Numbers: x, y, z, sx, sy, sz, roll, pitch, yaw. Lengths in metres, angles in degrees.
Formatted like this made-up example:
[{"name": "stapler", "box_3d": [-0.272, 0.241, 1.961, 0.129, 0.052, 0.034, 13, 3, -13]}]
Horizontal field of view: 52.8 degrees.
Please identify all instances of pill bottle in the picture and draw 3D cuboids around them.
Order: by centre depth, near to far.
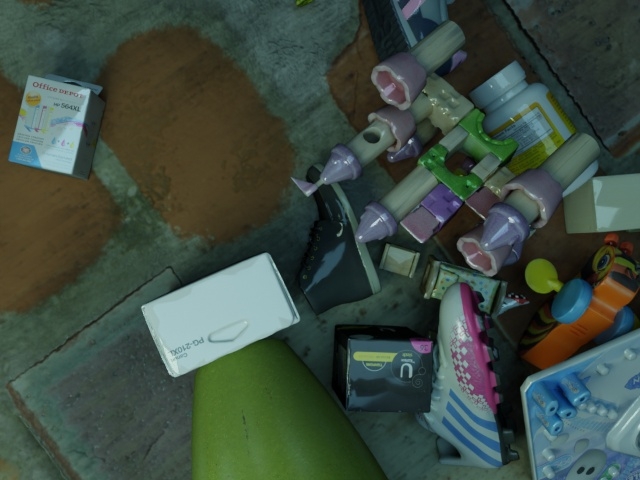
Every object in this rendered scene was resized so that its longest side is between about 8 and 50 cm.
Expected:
[{"name": "pill bottle", "box_3d": [0.324, -0.168, 0.999, 0.117, 0.117, 0.208, -37, 93, -5]}]

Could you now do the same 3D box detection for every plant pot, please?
[{"name": "plant pot", "box_3d": [-0.057, 0.289, 0.846, 0.274, 0.275, 0.294, -20, 66, -6]}]

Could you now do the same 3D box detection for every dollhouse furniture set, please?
[{"name": "dollhouse furniture set", "box_3d": [0.166, 0.108, 0.982, 0.181, 0.101, 0.161, 16, 96, 2]}]

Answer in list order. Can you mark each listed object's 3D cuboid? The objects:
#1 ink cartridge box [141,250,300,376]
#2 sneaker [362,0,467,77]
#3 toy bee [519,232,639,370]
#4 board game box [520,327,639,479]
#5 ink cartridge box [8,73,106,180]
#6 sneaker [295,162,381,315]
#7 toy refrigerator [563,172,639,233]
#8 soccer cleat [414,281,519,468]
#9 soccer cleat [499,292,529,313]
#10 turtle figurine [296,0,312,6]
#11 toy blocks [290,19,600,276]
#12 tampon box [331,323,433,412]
[{"name": "ink cartridge box", "box_3d": [-0.131, 0.090, 0.889, 0.171, 0.237, 0.100, -24, 92, -6]}, {"name": "sneaker", "box_3d": [0.136, -0.401, 1.002, 0.131, 0.112, 0.319, -14, 94, -23]}, {"name": "toy bee", "box_3d": [0.425, 0.079, 0.965, 0.195, 0.298, 0.162, 46, 47, -19]}, {"name": "board game box", "box_3d": [0.497, 0.281, 0.950, 0.389, 0.050, 0.390, -22, 122, -6]}, {"name": "ink cartridge box", "box_3d": [-0.379, -0.170, 0.941, 0.092, 0.090, 0.143, 12, 89, -5]}, {"name": "sneaker", "box_3d": [0.000, 0.000, 0.981, 0.118, 0.083, 0.222, -23, 93, -5]}, {"name": "toy refrigerator", "box_3d": [0.539, -0.061, 1.028, 0.269, 0.102, 0.094, -6, 90, -6]}, {"name": "soccer cleat", "box_3d": [0.193, 0.212, 0.932, 0.143, 0.116, 0.331, -10, 118, 17]}, {"name": "soccer cleat", "box_3d": [0.294, 0.104, 1.039, 0.083, 0.029, 0.036, 0, 97, -2]}, {"name": "turtle figurine", "box_3d": [-0.055, -0.473, 0.980, 0.269, 0.087, 0.217, -33, 100, -14]}, {"name": "toy blocks", "box_3d": [0.151, -0.062, 0.879, 0.260, 0.309, 0.288, -42, 77, -15]}, {"name": "tampon box", "box_3d": [0.086, 0.183, 0.948, 0.120, 0.161, 0.102, 2, 89, -6]}]
